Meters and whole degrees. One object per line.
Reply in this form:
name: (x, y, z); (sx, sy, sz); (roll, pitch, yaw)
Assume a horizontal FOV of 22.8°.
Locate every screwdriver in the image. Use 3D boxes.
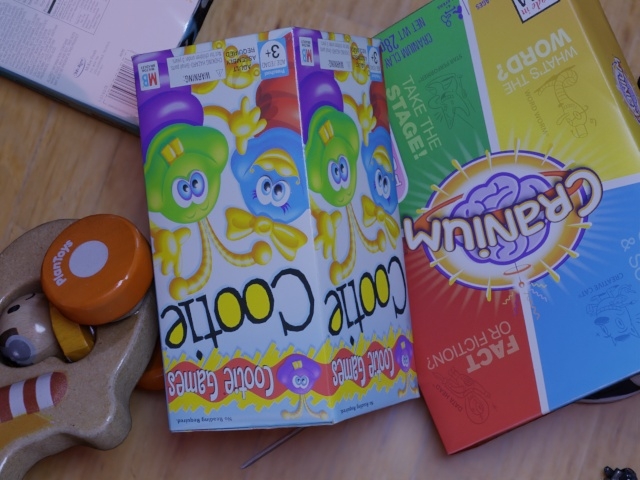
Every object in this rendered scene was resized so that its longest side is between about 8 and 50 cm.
screwdriver: (0.006, 0.132, 1.262); (0.170, 0.024, 0.025); (-29, 113, -1)

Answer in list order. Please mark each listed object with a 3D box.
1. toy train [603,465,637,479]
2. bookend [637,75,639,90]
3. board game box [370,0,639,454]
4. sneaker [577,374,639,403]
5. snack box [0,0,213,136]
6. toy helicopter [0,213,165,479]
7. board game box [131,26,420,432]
toy train: (0.283, 0.231, 1.243); (0.158, 0.027, 0.036); (37, 96, 4)
bookend: (0.317, -0.047, 1.253); (0.157, 0.072, 0.156); (13, 84, 2)
board game box: (0.143, -0.030, 1.191); (0.242, 0.064, 0.316); (-29, 77, 30)
sneaker: (0.281, 0.069, 1.198); (0.282, 0.153, 0.099); (-3, 83, 1)
snack box: (-0.160, -0.266, 1.293); (0.187, 0.060, 0.322); (24, 84, 3)
toy helicopter: (-0.253, 0.137, 1.194); (0.235, 0.140, 0.355); (10, 64, 28)
board game box: (-0.031, -0.007, 1.175); (0.142, 0.144, 0.275); (-6, 90, 29)
